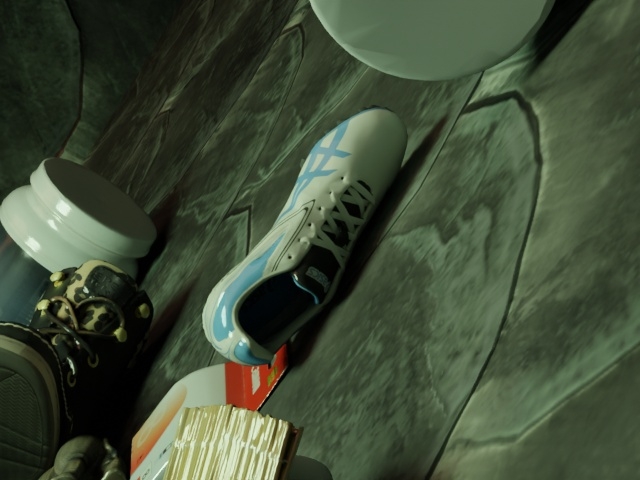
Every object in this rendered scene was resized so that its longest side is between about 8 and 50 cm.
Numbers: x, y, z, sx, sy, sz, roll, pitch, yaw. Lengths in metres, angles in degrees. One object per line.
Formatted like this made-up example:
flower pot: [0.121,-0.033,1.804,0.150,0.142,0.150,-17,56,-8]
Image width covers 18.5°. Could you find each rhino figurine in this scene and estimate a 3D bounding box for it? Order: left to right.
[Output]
rhino figurine: [-0.255,0.280,1.798,0.243,0.073,0.106,-56,11,13]

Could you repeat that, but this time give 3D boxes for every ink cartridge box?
ink cartridge box: [-0.095,0.137,1.617,0.179,0.045,0.145,-56,13,14]

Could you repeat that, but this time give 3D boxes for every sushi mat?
sushi mat: [-0.090,0.251,1.161,0.151,0.019,0.316,0,72,64]

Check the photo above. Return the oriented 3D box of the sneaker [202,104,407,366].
sneaker: [0.000,0.000,1.549,0.237,0.085,0.086,-54,39,-5]

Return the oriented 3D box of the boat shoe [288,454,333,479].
boat shoe: [-0.065,0.226,1.233,0.228,0.080,0.076,-44,37,29]

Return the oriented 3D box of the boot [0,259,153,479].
boot: [-0.272,0.131,1.955,0.377,0.138,0.284,100,-167,-51]

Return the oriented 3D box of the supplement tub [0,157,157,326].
supplement tub: [-0.345,0.054,2.415,0.272,0.191,0.191,-54,13,15]

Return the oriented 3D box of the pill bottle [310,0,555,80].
pill bottle: [0.093,-0.289,1.552,0.224,0.224,0.392,-51,14,25]
